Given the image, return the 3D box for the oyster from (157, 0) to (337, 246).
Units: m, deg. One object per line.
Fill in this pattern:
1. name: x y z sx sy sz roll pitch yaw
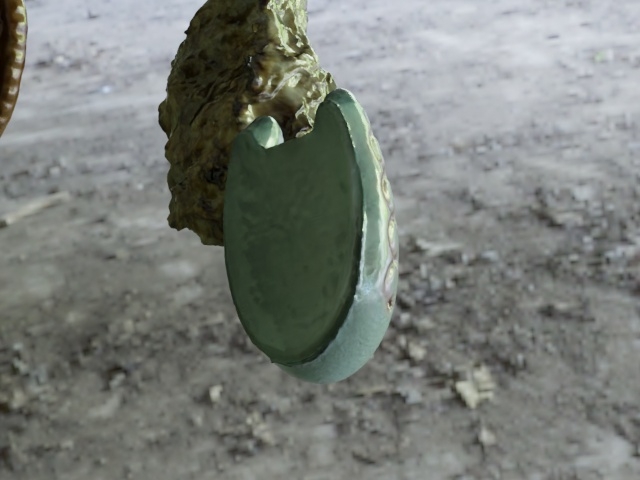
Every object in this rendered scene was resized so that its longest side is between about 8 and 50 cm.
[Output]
1. oyster: -0.095 -0.160 1.396 0.204 0.111 0.396 -10 62 23

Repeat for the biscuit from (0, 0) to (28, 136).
1. biscuit: -0.333 -0.167 1.197 0.066 0.221 0.220 5 7 -40

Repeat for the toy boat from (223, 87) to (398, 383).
1. toy boat: 0.000 0.000 0.974 0.134 0.208 0.079 -16 -18 32
